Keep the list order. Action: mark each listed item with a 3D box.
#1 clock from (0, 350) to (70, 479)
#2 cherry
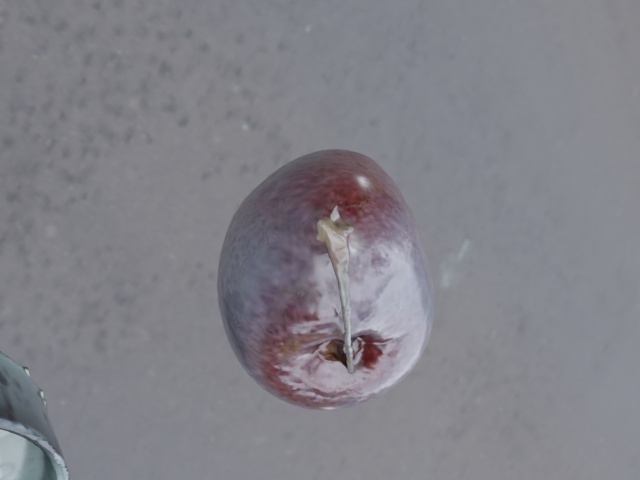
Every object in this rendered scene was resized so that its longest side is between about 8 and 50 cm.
[{"bbox_3d":[-0.309,0.189,0.794,0.325,0.067,0.325,-26,147,-19],"label":"clock"},{"bbox_3d":[0.004,-0.005,0.634,0.148,0.115,0.188,-52,151,-34],"label":"cherry"}]
